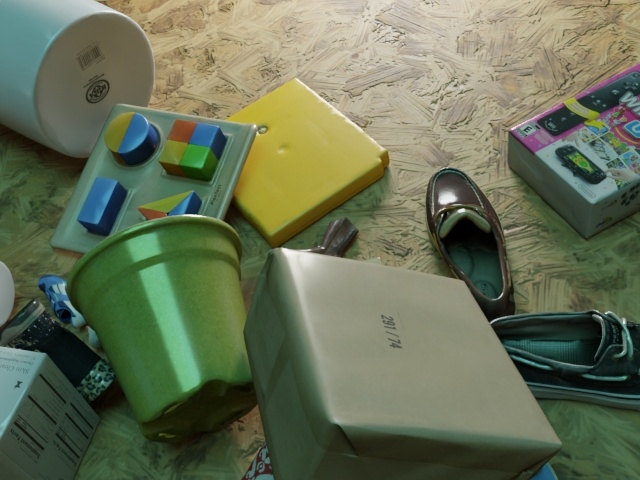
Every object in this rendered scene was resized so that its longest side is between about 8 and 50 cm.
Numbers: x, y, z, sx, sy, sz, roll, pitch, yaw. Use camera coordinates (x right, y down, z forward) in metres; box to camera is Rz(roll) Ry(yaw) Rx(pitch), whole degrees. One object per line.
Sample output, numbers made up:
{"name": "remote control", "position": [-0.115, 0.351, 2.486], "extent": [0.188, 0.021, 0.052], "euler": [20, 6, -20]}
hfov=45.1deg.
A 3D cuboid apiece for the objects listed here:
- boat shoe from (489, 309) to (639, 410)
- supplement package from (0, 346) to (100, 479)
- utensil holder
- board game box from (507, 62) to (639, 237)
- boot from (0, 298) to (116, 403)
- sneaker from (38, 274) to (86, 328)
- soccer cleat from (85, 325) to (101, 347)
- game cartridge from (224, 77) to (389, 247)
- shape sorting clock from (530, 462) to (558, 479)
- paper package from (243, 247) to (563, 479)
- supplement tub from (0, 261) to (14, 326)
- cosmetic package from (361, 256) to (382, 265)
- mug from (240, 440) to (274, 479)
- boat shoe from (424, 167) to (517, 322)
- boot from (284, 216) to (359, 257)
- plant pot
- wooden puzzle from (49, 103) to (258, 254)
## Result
{"name": "boat shoe", "position": [0.387, 0.158, 1.060], "extent": [0.335, 0.119, 0.121], "euler": [-5, 50, 9]}
{"name": "supplement package", "position": [-0.501, 0.259, 1.127], "extent": [0.262, 0.204, 0.145], "euler": [5, 53, 16]}
{"name": "utensil holder", "position": [-0.586, -0.375, 1.608], "extent": [0.385, 0.327, 0.327], "euler": [27, 61, 27]}
{"name": "board game box", "position": [0.510, -0.163, 1.317], "extent": [0.303, 0.097, 0.224], "euler": [-27, 50, -11]}
{"name": "boot", "position": [-0.427, 0.193, 1.230], "extent": [0.178, 0.236, 0.085], "euler": [42, 57, -9]}
{"name": "sneaker", "position": [-0.450, 0.105, 1.344], "extent": [0.144, 0.053, 0.059], "euler": [23, 61, 29]}
{"name": "soccer cleat", "position": [-0.333, 0.091, 1.302], "extent": [0.076, 0.068, 0.196], "euler": [17, 72, 4]}
{"name": "game cartridge", "position": [-0.066, -0.159, 1.483], "extent": [0.285, 0.053, 0.324], "euler": [-34, 54, -15]}
{"name": "shape sorting clock", "position": [0.211, 0.336, 1.005], "extent": [0.206, 0.040, 0.206], "euler": [-7, 50, 8]}
{"name": "paper package", "position": [0.084, 0.180, 0.972], "extent": [0.309, 0.168, 0.325], "euler": [10, 31, -21]}
{"name": "supplement tub", "position": [-0.656, 0.095, 1.340], "extent": [0.199, 0.144, 0.144], "euler": [-1, 51, 12]}
{"name": "cosmetic package", "position": [0.083, 0.087, 1.242], "extent": [0.060, 0.041, 0.115], "euler": [-15, 49, 1]}
{"name": "mug", "position": [-0.053, 0.337, 1.020], "extent": [0.113, 0.150, 0.169], "euler": [33, 84, 19]}
{"name": "boat shoe", "position": [0.238, -0.009, 1.231], "extent": [0.123, 0.123, 0.342], "euler": [-9, 50, 6]}
{"name": "boot", "position": [0.000, 0.000, 1.336], "extent": [0.106, 0.037, 0.114], "euler": [22, 61, 12]}
{"name": "plant pot", "position": [-0.208, 0.145, 1.140], "extent": [0.276, 0.276, 0.254], "euler": [-22, 60, -6]}
{"name": "wooden puzzle", "position": [-0.320, -0.111, 1.430], "extent": [0.348, 0.080, 0.322], "euler": [10, 68, 22]}
